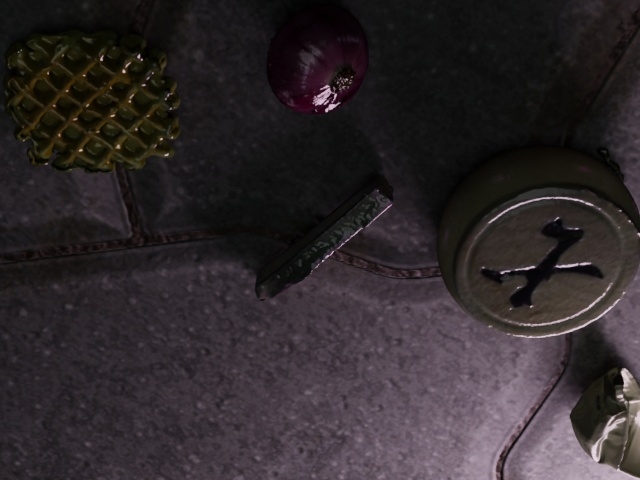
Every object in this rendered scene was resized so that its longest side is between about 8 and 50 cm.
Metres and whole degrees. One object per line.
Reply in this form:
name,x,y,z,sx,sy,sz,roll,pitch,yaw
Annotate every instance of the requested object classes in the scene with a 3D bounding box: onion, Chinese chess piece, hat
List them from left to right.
onion,-0.006,-0.182,1.091,0.104,0.115,0.115,34,129,29
Chinese chess piece,0.246,0.002,1.221,0.238,0.092,0.237,-1,123,-2
hat,0.388,0.234,1.405,0.166,0.081,0.122,27,81,-35

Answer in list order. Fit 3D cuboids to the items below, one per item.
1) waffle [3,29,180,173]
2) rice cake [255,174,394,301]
waffle,-0.238,-0.142,1.140,0.184,0.036,0.169,-1,127,1
rice cake,0.000,0.000,1.240,0.207,0.047,0.036,-40,102,20
